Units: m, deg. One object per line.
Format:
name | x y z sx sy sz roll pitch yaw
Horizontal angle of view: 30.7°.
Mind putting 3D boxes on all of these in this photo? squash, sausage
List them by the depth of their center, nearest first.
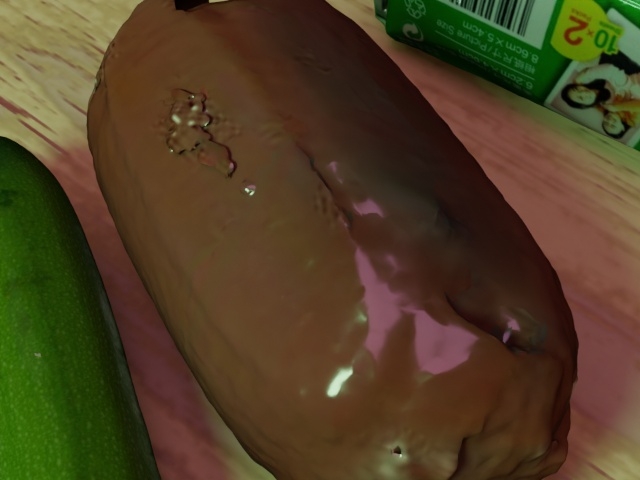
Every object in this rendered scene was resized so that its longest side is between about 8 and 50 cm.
squash | -0.118 0.076 0.499 0.082 0.082 0.292 -19 60 -8
sausage | 0.000 0.000 0.501 0.152 0.152 0.280 -27 61 -13

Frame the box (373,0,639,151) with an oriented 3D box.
box | 0.170 -0.144 0.607 0.250 0.103 0.180 29 64 19
